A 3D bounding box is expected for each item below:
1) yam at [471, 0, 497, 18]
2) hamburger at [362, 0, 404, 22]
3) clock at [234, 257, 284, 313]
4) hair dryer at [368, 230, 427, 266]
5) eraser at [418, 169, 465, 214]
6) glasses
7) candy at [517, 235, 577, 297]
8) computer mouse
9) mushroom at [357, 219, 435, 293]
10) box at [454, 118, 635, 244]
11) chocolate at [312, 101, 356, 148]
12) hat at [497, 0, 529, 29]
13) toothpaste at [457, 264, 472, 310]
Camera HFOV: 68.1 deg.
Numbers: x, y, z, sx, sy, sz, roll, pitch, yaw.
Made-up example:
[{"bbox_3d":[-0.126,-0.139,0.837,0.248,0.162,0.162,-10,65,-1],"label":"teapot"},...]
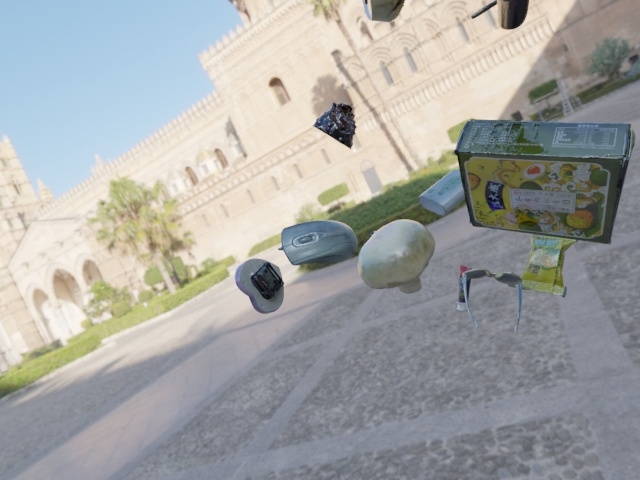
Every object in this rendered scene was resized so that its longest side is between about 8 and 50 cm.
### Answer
[{"bbox_3d":[0.663,-0.933,1.915,0.116,0.021,0.021,-28,1,14],"label":"yam"},{"bbox_3d":[0.201,-0.864,1.555,0.152,0.295,0.227,-14,-15,-1],"label":"hamburger"},{"bbox_3d":[-0.186,0.139,1.604,0.064,0.198,0.172,-23,17,43],"label":"clock"},{"bbox_3d":[0.287,0.024,1.779,0.131,0.237,0.073,-80,14,-68],"label":"hair dryer"},{"bbox_3d":[0.583,-0.221,2.143,0.227,0.081,0.174,-37,34,-15],"label":"eraser"},{"bbox_3d":[0.542,0.172,1.463,0.190,0.088,0.220,8,39,2],"label":"glasses"},{"bbox_3d":[0.940,0.082,1.951,0.187,0.081,0.297,10,63,30],"label":"candy"},{"bbox_3d":[0.000,0.000,2.003,0.371,0.188,0.122,-9,-24,-23],"label":"computer mouse"},{"bbox_3d":[0.255,0.071,1.508,0.260,0.234,0.254,-32,19,9],"label":"mushroom"},{"bbox_3d":[0.631,-0.166,1.364,0.421,0.373,0.138,11,62,31],"label":"box"},{"bbox_3d":[0.099,-0.558,2.237,0.224,0.206,0.177,20,-75,-43],"label":"chocolate"},{"bbox_3d":[0.399,-0.662,1.106,0.209,0.238,0.336,1,-33,4],"label":"hat"},{"bbox_3d":[0.613,0.202,2.027,0.045,0.193,0.071,-3,13,-27],"label":"toothpaste"}]
